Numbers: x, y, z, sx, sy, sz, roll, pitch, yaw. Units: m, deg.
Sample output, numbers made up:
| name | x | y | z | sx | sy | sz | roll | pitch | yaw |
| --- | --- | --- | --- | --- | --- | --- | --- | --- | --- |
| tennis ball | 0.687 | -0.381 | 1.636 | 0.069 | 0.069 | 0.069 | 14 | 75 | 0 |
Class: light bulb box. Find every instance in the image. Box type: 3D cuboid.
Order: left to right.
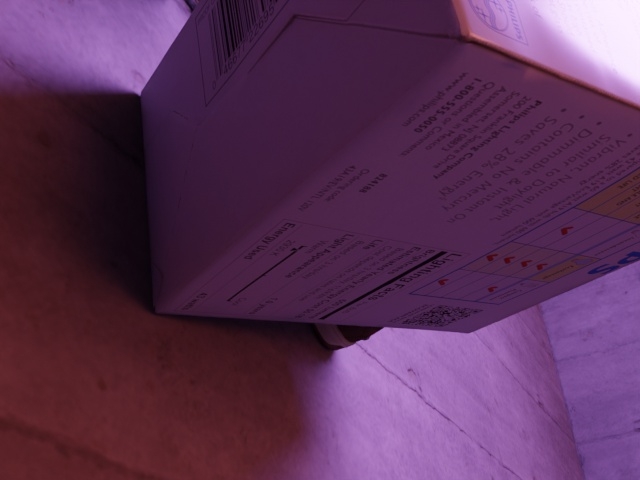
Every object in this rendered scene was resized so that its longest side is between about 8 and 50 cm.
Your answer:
| name | x | y | z | sx | sy | sz | roll | pitch | yaw |
| --- | --- | --- | --- | --- | --- | --- | --- | --- | --- |
| light bulb box | 0.093 | -0.087 | 0.554 | 0.361 | 0.358 | 0.225 | 8 | 61 | -35 |

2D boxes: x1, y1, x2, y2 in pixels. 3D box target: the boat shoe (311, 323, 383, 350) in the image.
| name | x | y | z | sx | sy | sz | roll | pitch | yaw |
| --- | --- | --- | --- | --- | --- | --- | --- | --- | --- |
| boat shoe | 0.002 | -0.004 | 0.748 | 0.257 | 0.095 | 0.095 | 60 | 25 | -20 |

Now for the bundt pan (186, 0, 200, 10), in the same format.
| name | x | y | z | sx | sy | sz | roll | pitch | yaw |
| --- | --- | --- | --- | --- | --- | --- | --- | --- | --- |
| bundt pan | -0.069 | -0.367 | 0.866 | 0.331 | 0.124 | 0.330 | 44 | 34 | -42 |
